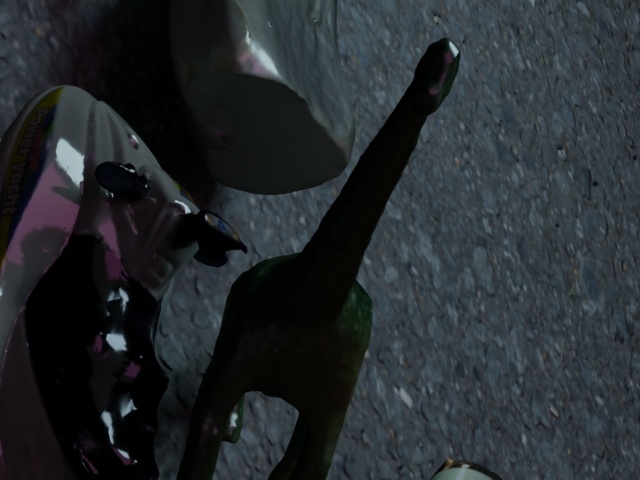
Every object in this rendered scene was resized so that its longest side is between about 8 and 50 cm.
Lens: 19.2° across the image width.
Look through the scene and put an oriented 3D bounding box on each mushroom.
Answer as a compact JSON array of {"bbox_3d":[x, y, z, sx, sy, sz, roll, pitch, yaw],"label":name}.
[{"bbox_3d":[-0.032,-0.177,1.202,0.122,0.159,0.328,8,52,-7],"label":"mushroom"}]

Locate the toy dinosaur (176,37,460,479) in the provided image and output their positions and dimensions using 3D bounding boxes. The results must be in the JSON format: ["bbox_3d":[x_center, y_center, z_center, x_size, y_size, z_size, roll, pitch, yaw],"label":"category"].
[{"bbox_3d":[0.000,0.000,0.994,0.447,0.087,0.300,-90,-165,-74],"label":"toy dinosaur"}]

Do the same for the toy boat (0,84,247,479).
[{"bbox_3d":[-0.117,0.040,0.952,0.141,0.141,0.269,39,57,-42],"label":"toy boat"}]

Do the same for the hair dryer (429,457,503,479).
[{"bbox_3d":[0.060,0.225,1.163,0.203,0.128,0.362,62,24,-13],"label":"hair dryer"}]
